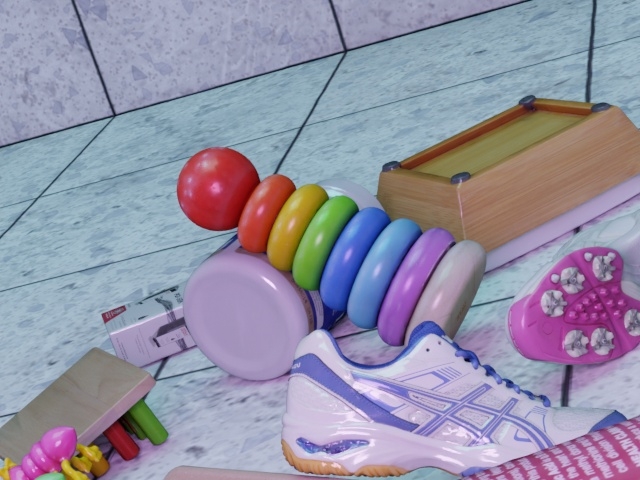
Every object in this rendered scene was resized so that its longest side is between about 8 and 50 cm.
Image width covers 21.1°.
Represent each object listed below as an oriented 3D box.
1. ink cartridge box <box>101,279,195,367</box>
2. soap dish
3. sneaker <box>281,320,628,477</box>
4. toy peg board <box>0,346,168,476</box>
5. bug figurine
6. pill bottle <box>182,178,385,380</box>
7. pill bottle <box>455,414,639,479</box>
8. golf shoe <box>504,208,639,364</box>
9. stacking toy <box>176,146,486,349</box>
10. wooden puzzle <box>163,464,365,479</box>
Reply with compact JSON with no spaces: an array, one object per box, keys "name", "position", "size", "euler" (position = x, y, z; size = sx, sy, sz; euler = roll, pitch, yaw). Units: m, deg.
[{"name":"ink cartridge box","position":[-0.190,0.100,2.084],"size":[0.135,0.056,0.099],"euler":[-22,17,-8]},{"name":"soap dish","position":[0.228,-0.075,2.083],"size":[0.291,0.118,0.229],"euler":[-27,19,-21]},{"name":"sneaker","position":[0.117,0.132,1.422],"size":[0.296,0.131,0.112],"euler":[3,-5,-5]},{"name":"toy peg board","position":[-0.249,0.206,1.822],"size":[0.160,0.079,0.161],"euler":[-42,24,-17]},{"name":"bug figurine","position":[-0.290,0.267,1.545],"size":[0.216,0.072,0.279],"euler":[-47,10,9]},{"name":"pill bottle","position":[-0.030,0.035,1.952],"size":[0.153,0.153,0.265],"euler":[-7,21,32]},{"name":"pill bottle","position":[0.132,0.244,1.029],"size":[0.392,0.224,0.224],"euler":[-19,17,-2]},{"name":"golf shoe","position":[0.269,0.049,1.709],"size":[0.306,0.115,0.140],"euler":[-25,7,-41]},{"name":"stacking toy","position":[0.000,0.000,1.789],"size":[0.330,0.141,0.141],"euler":[27,33,13]},{"name":"wooden puzzle","position":[-0.109,0.312,1.331],"size":[0.322,0.080,0.348],"euler":[-3,28,42]}]
